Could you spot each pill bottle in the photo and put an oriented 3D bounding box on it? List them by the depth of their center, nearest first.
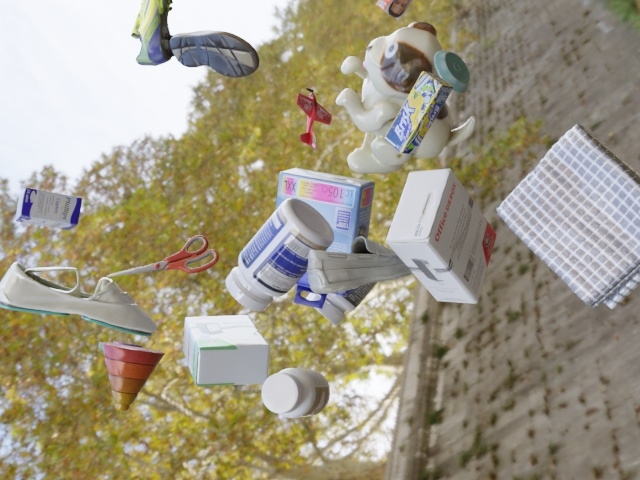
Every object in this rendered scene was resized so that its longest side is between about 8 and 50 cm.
[{"bbox_3d":[-0.102,0.039,1.825,0.153,0.265,0.153,36,-158,-17],"label":"pill bottle"},{"bbox_3d":[-0.067,0.409,2.038,0.131,0.131,0.229,66,-168,18],"label":"pill bottle"},{"bbox_3d":[0.090,0.125,2.467,0.161,0.283,0.161,40,178,1],"label":"pill bottle"}]

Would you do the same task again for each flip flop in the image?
[{"bbox_3d":[-0.252,-0.462,1.838,0.080,0.277,0.112,-40,-50,-36],"label":"flip flop"}]

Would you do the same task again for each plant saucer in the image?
[{"bbox_3d":[0.325,-0.414,1.842,0.119,0.021,0.119,20,-125,-32],"label":"plant saucer"}]

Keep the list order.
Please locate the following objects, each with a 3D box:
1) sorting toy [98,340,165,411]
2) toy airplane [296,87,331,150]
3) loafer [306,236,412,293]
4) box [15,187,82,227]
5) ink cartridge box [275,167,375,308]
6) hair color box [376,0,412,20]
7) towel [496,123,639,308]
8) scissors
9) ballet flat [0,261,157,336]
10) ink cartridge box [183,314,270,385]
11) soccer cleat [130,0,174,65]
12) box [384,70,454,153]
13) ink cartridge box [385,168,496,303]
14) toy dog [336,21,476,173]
[{"bbox_3d":[-0.401,0.276,1.562,0.127,0.365,0.126,11,-100,-15],"label":"sorting toy"},{"bbox_3d":[-0.020,-0.273,1.725,0.151,0.028,0.151,22,-116,-56],"label":"toy airplane"},{"bbox_3d":[0.113,0.044,1.751,0.319,0.112,0.112,-10,-87,-34],"label":"loafer"},{"bbox_3d":[-0.679,-0.076,1.898,0.137,0.126,0.072,10,-99,-26],"label":"box"},{"bbox_3d":[0.000,0.000,2.291,0.151,0.270,0.396,-26,-55,-64],"label":"ink cartridge box"},{"bbox_3d":[0.219,-0.665,2.020,0.072,0.141,0.043,15,-151,-46],"label":"hair color box"},{"bbox_3d":[0.496,-0.042,1.399,0.121,0.235,0.284,9,-144,-54],"label":"towel"},{"bbox_3d":[-0.421,0.073,2.043,0.021,0.297,0.109,87,158,-61],"label":"scissors"},{"bbox_3d":[-0.593,0.141,1.899,0.400,0.139,0.139,14,-139,-16],"label":"ballet flat"},{"bbox_3d":[-0.286,0.321,2.256,0.211,0.122,0.289,0,-168,-18],"label":"ink cartridge box"},{"bbox_3d":[-0.458,-0.595,2.032,0.093,0.121,0.289,55,-155,-66],"label":"soccer cleat"},{"bbox_3d":[0.206,-0.267,1.602,0.054,0.169,0.059,-4,-139,-50],"label":"box"},{"bbox_3d":[0.282,-0.007,1.737,0.273,0.114,0.197,46,-125,-42],"label":"ink cartridge box"},{"bbox_3d":[0.232,-0.398,2.112,0.408,0.395,0.285,81,-152,-54],"label":"toy dog"}]
